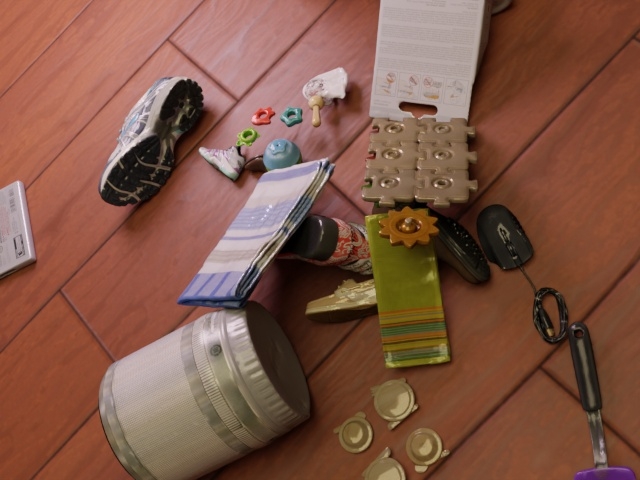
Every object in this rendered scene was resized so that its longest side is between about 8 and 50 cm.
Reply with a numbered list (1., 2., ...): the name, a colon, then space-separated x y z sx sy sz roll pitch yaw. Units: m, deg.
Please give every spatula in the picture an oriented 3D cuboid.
1. spatula: 0.379 0.256 1.125 0.084 0.030 0.296 -13 66 20

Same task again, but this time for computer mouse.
1. computer mouse: 0.304 0.044 1.232 0.071 0.041 0.242 -30 63 8

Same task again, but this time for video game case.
1. video game case: -0.666 -0.006 1.658 0.173 0.022 0.190 -25 64 11

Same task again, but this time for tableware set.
1. tableware set: 0.105 0.300 1.227 0.141 0.020 0.168 -36 60 4

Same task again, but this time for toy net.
1. toy net: -0.040 -0.224 1.458 0.122 0.045 0.232 31 70 28

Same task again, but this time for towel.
1. towel: 0.133 0.073 1.232 0.102 0.021 0.237 -8 91 -3
2. towel: -0.107 -0.013 1.297 0.209 0.034 0.285 -5 46 55

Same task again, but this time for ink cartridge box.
1. ink cartridge box: 0.186 -0.318 1.393 0.189 0.066 0.232 13 112 27

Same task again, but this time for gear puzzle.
1. gear puzzle: 0.152 -0.089 1.251 0.175 0.044 0.339 1 38 8

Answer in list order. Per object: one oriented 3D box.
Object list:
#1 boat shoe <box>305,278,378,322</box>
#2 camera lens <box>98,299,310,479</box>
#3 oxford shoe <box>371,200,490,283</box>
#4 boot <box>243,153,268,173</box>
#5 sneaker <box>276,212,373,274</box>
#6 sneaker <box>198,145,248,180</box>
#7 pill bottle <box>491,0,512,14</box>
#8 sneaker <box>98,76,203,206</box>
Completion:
1. boat shoe: 0.057 0.090 1.307 0.170 0.063 0.059 -11 63 8
2. camera lens: -0.181 0.239 1.251 0.274 0.219 0.219 -28 62 10
3. oxford shoe: 0.173 0.002 1.293 0.227 0.083 0.096 44 115 26
4. boot: -0.087 -0.097 1.451 0.106 0.037 0.114 -11 71 20
5. sneaker: 0.000 0.001 1.346 0.270 0.145 0.090 12 87 62
6. sneaker: -0.174 -0.161 1.510 0.098 0.038 0.069 37 85 20
7. pill bottle: 0.279 -0.479 1.417 0.087 0.087 0.160 -15 65 16
8. sneaker: -0.336 -0.192 1.565 0.122 0.110 0.283 25 78 46
